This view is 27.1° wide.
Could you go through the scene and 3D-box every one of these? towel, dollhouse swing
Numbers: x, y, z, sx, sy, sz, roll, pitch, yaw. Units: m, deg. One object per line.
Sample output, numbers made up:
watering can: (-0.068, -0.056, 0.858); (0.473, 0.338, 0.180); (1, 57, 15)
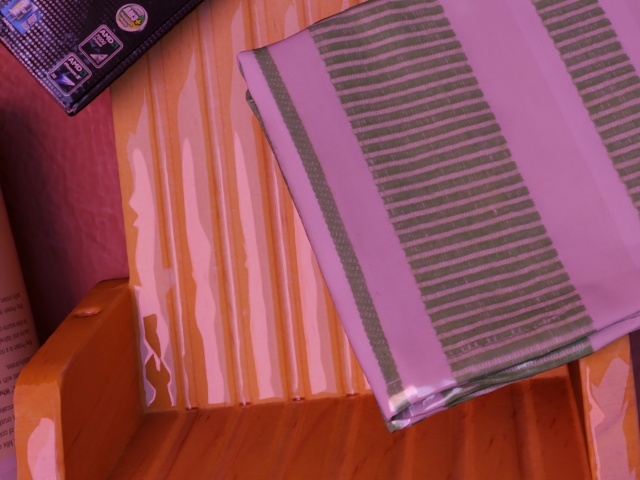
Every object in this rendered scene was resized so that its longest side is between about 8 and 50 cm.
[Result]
towel: (0.141, -0.063, 0.729); (0.325, 0.038, 0.247); (-23, 71, -2)
dollhouse swing: (0.000, 0.000, 0.810); (0.347, 0.315, 0.304); (-5, 104, 7)

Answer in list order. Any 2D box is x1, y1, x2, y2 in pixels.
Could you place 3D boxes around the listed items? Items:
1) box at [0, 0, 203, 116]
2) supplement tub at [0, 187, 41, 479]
box: (-0.157, -0.209, 0.853); (0.184, 0.045, 0.190); (-42, 97, -5)
supplement tub: (-0.301, 0.083, 0.861); (0.236, 0.235, 0.324); (-13, 92, 7)
